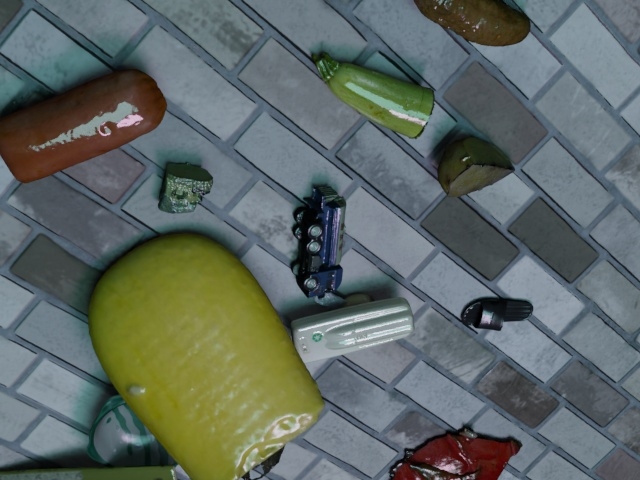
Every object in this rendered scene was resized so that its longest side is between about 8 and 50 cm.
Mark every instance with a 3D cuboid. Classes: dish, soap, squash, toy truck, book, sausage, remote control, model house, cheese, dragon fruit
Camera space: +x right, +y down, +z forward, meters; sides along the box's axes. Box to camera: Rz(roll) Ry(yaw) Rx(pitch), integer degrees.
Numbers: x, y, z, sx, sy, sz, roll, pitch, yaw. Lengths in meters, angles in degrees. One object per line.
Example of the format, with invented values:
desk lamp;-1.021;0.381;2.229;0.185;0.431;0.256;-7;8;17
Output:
dish;-0.317;0.341;1.839;0.246;0.078;0.224;-16;124;1
soap;-0.209;0.196;1.698;0.306;0.115;0.427;-33;91;1
squash;0.081;-0.256;1.642;0.224;0.094;0.094;23;110;-19
toy truck;0.000;0.000;1.764;0.088;0.074;0.202;-9;121;-23
book;-0.435;0.534;1.868;0.352;0.035;0.239;-3;110;5
sausage;-0.365;-0.182;1.515;0.259;0.113;0.114;-22;123;-3
remote control;0.061;0.169;1.832;0.230;0.049;0.090;-13;121;-5
model house;-0.227;-0.080;1.642;0.078;0.066;0.083;7;118;-20
cheese;0.060;0.134;1.870;0.092;0.047;0.171;-34;123;2
dragon fruit;0.273;0.567;2.164;0.282;0.100;0.344;19;110;-22

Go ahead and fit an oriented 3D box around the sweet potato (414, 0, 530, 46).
sweet potato;0.211;-0.400;1.590;0.341;0.092;0.114;32;81;-30

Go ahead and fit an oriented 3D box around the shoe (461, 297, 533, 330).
shoe;0.365;0.153;1.979;0.159;0.053;0.062;-2;123;-20

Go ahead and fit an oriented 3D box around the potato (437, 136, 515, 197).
potato;0.263;-0.140;1.774;0.172;0.089;0.100;-5;149;-51

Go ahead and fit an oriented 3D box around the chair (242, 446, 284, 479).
chair;-0.120;0.332;1.832;0.149;0.213;0.174;-17;124;-1
